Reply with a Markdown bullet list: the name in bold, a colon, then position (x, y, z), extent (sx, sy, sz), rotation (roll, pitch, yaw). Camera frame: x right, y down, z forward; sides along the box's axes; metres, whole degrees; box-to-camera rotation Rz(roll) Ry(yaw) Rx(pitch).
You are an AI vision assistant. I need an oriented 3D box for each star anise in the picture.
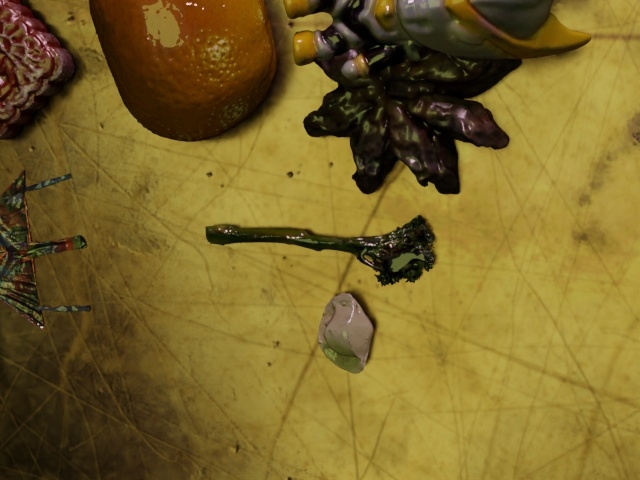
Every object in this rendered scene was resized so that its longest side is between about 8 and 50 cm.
- **star anise**: position (0.090, -0.160, 1.394), extent (0.235, 0.109, 0.223), rotation (2, 90, 11)

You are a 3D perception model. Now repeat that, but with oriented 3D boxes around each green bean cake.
- **green bean cake**: position (-0.363, -0.197, 1.489), extent (0.135, 0.056, 0.135), rotation (-44, 87, 9)

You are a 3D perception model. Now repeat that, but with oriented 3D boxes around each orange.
- **orange**: position (-0.145, -0.227, 1.399), extent (0.179, 0.158, 0.237), rotation (-19, 89, -6)

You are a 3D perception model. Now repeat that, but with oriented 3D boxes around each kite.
- **kite**: position (-0.345, 0.012, 1.522), extent (0.160, 0.010, 0.183), rotation (-7, 92, 9)

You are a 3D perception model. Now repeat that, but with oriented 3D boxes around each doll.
- **doll**: position (0.122, -0.244, 1.309), extent (0.316, 0.103, 0.146), rotation (-11, 83, 0)

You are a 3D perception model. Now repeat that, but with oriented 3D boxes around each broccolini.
- **broccolini**: position (0.001, 0.006, 1.460), extent (0.254, 0.071, 0.058), rotation (5, 136, 16)

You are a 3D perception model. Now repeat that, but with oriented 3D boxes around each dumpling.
- **dumpling**: position (0.028, 0.102, 1.454), extent (0.052, 0.057, 0.076), rotation (-43, 114, -26)
